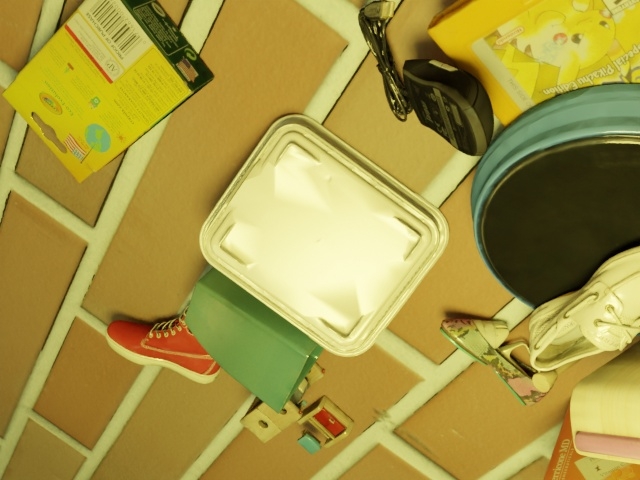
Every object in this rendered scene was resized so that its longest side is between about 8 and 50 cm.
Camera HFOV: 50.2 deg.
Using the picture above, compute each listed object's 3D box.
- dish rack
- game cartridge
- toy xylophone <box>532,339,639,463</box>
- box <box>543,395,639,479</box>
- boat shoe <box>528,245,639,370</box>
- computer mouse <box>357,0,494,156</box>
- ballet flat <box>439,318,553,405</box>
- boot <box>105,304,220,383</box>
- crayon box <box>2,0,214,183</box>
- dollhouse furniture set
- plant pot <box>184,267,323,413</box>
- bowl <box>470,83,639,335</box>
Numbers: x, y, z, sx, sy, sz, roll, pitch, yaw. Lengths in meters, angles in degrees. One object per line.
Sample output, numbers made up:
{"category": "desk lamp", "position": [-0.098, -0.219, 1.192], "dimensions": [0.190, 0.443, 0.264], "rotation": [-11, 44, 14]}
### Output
{"category": "dish rack", "position": [0.000, 0.000, 1.045], "dimensions": [0.332, 0.072, 0.286], "rotation": [36, 100, -1]}
{"category": "game cartridge", "position": [0.330, -0.200, 0.801], "dimensions": [0.323, 0.053, 0.285], "rotation": [45, 140, -21]}
{"category": "toy xylophone", "position": [0.447, 0.187, 0.926], "dimensions": [0.236, 0.322, 0.081], "rotation": [-11, 97, 65]}
{"category": "box", "position": [0.534, 0.350, 0.990], "dimensions": [0.345, 0.215, 0.168], "rotation": [-15, 113, 42]}
{"category": "boat shoe", "position": [0.373, 0.101, 0.883], "dimensions": [0.098, 0.096, 0.277], "rotation": [30, 142, -6]}
{"category": "computer mouse", "position": [0.135, -0.215, 0.846], "dimensions": [0.060, 0.262, 0.184], "rotation": [-30, 119, -6]}
{"category": "ballet flat", "position": [0.295, 0.183, 1.119], "dimensions": [0.221, 0.077, 0.079], "rotation": [41, 109, -12]}
{"category": "boot", "position": [-0.302, 0.170, 1.349], "dimensions": [0.244, 0.088, 0.176], "rotation": [18, 126, 2]}
{"category": "crayon box", "position": [-0.349, -0.251, 1.101], "dimensions": [0.318, 0.081, 0.202], "rotation": [-28, 107, 33]}
{"category": "dollhouse furniture set", "position": [-0.026, 0.336, 1.306], "dimensions": [0.183, 0.129, 0.129], "rotation": [43, 127, -5]}
{"category": "plant pot", "position": [-0.108, 0.143, 1.207], "dimensions": [0.234, 0.166, 0.166], "rotation": [32, 128, 9]}
{"category": "bowl", "position": [0.385, -0.016, 0.884], "dimensions": [0.390, 0.077, 0.391], "rotation": [15, 140, 13]}
